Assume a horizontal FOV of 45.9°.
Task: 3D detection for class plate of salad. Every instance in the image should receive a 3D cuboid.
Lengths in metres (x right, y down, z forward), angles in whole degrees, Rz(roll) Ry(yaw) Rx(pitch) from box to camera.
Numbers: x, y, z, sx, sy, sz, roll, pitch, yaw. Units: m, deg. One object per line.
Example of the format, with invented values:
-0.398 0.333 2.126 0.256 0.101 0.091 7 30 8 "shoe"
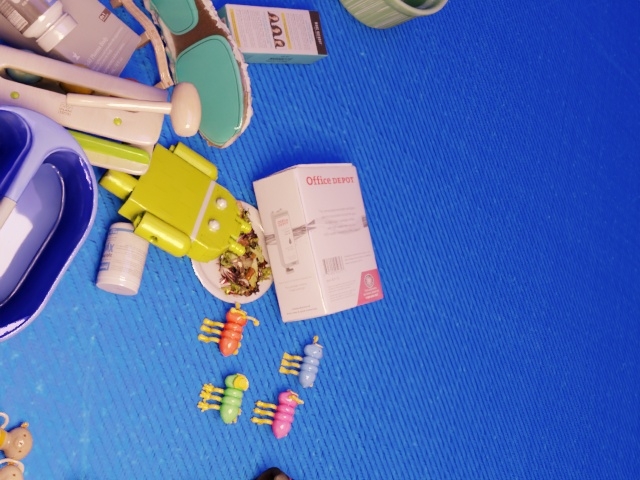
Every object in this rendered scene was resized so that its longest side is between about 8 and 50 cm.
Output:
-0.153 0.018 1.419 0.200 0.048 0.199 11 73 -40 "plate of salad"

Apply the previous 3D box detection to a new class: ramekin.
0.154 -0.644 1.760 0.303 0.148 0.303 10 74 -39 "ramekin"

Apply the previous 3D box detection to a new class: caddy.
-0.461 -0.020 1.031 0.241 0.179 0.341 34 77 -29 "caddy"

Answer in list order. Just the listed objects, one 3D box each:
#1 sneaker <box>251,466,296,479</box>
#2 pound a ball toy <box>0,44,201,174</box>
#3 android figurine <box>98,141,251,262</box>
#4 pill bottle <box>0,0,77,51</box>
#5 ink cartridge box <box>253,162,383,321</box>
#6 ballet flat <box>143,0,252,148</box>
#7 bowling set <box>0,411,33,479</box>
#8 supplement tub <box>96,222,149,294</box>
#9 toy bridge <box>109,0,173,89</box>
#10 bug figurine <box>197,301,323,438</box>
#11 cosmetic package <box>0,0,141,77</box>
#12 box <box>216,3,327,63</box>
-0.040 0.502 1.322 0.483 0.185 0.202 13 77 -40 "sneaker"
-0.345 -0.218 1.132 0.319 0.208 0.135 12 68 -16 "pound a ball toy"
-0.240 -0.066 1.303 0.273 0.056 0.248 34 36 -17 "android figurine"
-0.431 -0.350 1.111 0.137 0.078 0.078 46 55 -25 "pill bottle"
0.000 0.000 1.487 0.207 0.117 0.282 -9 86 -53 "ink cartridge box"
-0.218 -0.376 1.403 0.147 0.147 0.408 -27 100 -41 "ballet flat"
-0.460 0.368 0.987 0.154 0.200 0.286 28 68 -35 "bowling set"
-0.325 0.030 1.252 0.071 0.071 0.107 24 65 -35 "supplement tub"
-0.314 -0.361 1.352 0.026 0.063 0.188 -35 104 -40 "toy bridge"
-0.101 0.246 1.398 0.279 0.072 0.216 28 64 -34 "bug figurine"
-0.430 -0.351 1.225 0.238 0.107 0.127 39 62 -31 "cosmetic package"
-0.101 -0.419 1.550 0.244 0.060 0.100 -10 88 -42 "box"
